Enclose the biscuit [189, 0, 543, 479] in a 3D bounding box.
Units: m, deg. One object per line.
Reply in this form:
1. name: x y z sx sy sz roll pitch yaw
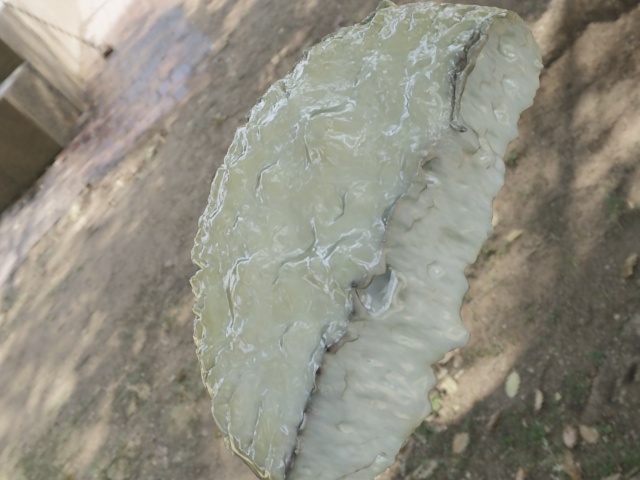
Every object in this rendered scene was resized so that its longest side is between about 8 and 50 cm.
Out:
1. biscuit: 0.000 0.000 0.488 0.179 0.084 0.281 15 86 40
